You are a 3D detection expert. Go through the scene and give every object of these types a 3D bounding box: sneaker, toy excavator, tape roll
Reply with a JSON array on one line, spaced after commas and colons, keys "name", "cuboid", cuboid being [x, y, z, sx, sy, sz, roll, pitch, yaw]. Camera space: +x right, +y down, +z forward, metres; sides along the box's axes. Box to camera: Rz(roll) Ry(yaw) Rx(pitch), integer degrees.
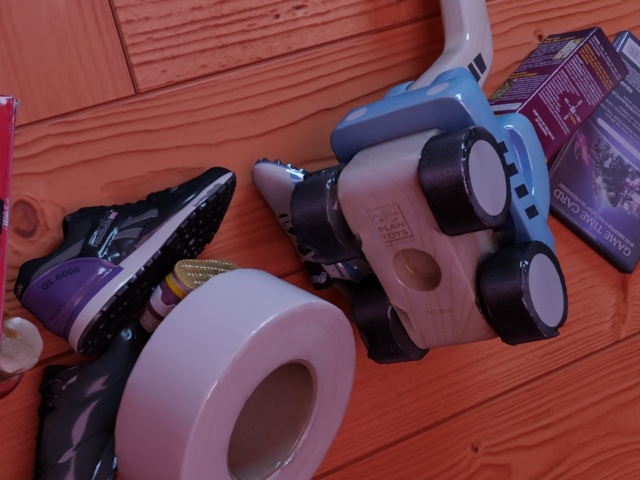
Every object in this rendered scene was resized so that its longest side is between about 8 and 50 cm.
[{"name": "sneaker", "cuboid": [-0.208, -0.012, 1.295, 0.124, 0.107, 0.283, 35, 52, 12]}, {"name": "sneaker", "cuboid": [-0.132, 0.069, 1.335, 0.084, 0.069, 0.185, -46, 156, 14]}, {"name": "sneaker", "cuboid": [0.000, 0.000, 1.408, 0.237, 0.085, 0.086, 48, 61, -19]}, {"name": "toy excavator", "cuboid": [0.148, -0.138, 1.393, 0.433, 0.222, 0.445, 61, 37, -20]}, {"name": "tape roll", "cuboid": [-0.085, 0.177, 1.288, 0.286, 0.100, 0.286, -36, 138, -40]}, {"name": "sneaker", "cuboid": [-0.261, 0.202, 1.285, 0.130, 0.109, 0.286, 39, 66, -15]}]

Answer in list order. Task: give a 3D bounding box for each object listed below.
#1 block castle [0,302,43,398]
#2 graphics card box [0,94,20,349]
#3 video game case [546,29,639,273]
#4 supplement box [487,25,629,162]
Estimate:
[{"name": "block castle", "cuboid": [-0.509, 0.106, 1.094, 0.453, 0.213, 0.303, -30, 92, -30]}, {"name": "graphics card box", "cuboid": [-0.447, -0.029, 0.982, 0.371, 0.094, 0.232, 7, 76, -27]}, {"name": "video game case", "cuboid": [0.419, -0.121, 1.651, 0.196, 0.026, 0.274, 36, 77, -23]}, {"name": "supplement box", "cuboid": [0.290, -0.182, 1.539, 0.188, 0.104, 0.081, -45, 110, -18]}]
